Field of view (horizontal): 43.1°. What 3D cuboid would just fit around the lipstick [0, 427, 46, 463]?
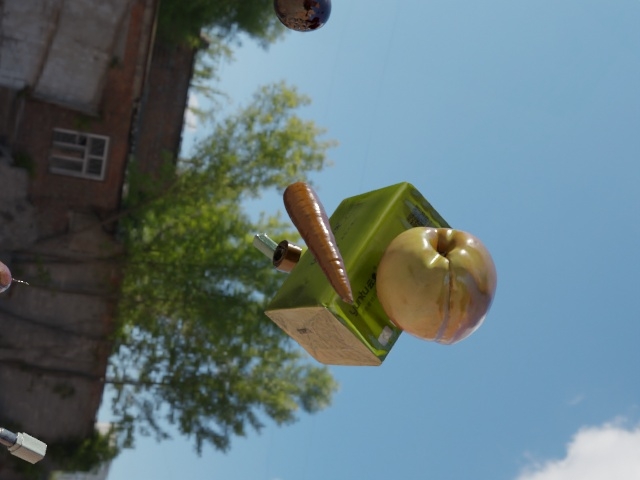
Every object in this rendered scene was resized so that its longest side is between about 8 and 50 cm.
[{"bbox_3d":[-0.440,0.282,1.149,0.025,0.107,0.025,-35,-142,17],"label":"lipstick"}]

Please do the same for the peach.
[{"bbox_3d":[0.171,0.067,1.201,0.184,0.184,0.184,-172,-90,-71],"label":"peach"}]

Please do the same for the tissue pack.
[{"bbox_3d":[0.070,0.058,1.375,0.274,0.167,0.200,-54,-160,-26],"label":"tissue pack"}]

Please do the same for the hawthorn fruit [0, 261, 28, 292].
[{"bbox_3d":[-0.542,0.061,1.369,0.067,0.103,0.066,-4,-97,36],"label":"hawthorn fruit"}]

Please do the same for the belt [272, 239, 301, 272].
[{"bbox_3d":[-0.067,0.030,1.551,0.083,0.036,0.059,-5,-114,70],"label":"belt"}]

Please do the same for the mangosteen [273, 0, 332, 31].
[{"bbox_3d":[-0.024,-0.318,1.076,0.081,0.081,0.080,-172,-90,-71],"label":"mangosteen"}]

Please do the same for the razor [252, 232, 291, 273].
[{"bbox_3d":[-0.040,0.062,1.678,0.278,0.111,0.056,30,-57,36],"label":"razor"}]

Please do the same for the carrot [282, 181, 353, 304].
[{"bbox_3d":[0.000,0.000,0.973,0.216,0.048,0.048,64,-38,45],"label":"carrot"}]
